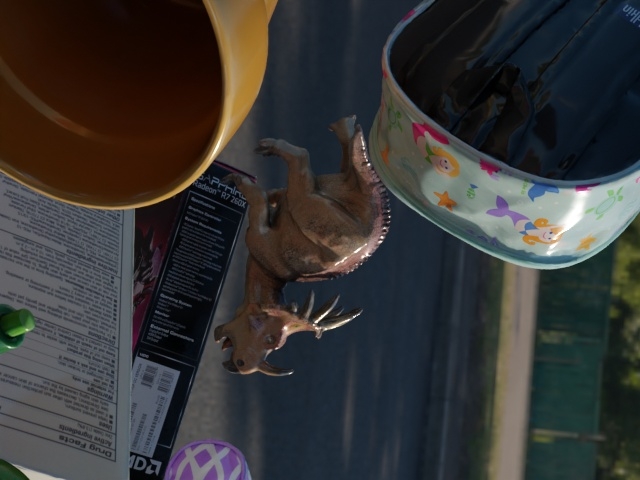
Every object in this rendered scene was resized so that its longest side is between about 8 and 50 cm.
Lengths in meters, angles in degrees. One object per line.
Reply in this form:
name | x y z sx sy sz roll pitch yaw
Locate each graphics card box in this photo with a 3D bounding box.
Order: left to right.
graphics card box | -0.217 0.087 1.395 0.094 0.233 0.371 23 78 -34

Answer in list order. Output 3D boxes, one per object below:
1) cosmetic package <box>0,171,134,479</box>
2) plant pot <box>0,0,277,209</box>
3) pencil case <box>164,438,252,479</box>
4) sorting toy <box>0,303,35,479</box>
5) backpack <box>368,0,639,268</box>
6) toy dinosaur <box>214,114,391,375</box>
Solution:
cosmetic package | -0.244 0.084 0.962 0.153 0.129 0.296 27 39 -31
plant pot | -0.107 -0.153 0.698 0.188 0.205 0.205 -58 150 -49
pencil case | -0.101 0.283 1.202 0.206 0.086 0.088 81 23 -46
sorting toy | -0.158 0.201 0.734 0.127 0.126 0.365 -17 87 -67
backpack | 0.159 -0.099 0.885 0.253 0.225 0.191 -44 158 -37
toy dinosaur | 0.000 0.000 1.234 0.127 0.295 0.200 -12 69 -47
